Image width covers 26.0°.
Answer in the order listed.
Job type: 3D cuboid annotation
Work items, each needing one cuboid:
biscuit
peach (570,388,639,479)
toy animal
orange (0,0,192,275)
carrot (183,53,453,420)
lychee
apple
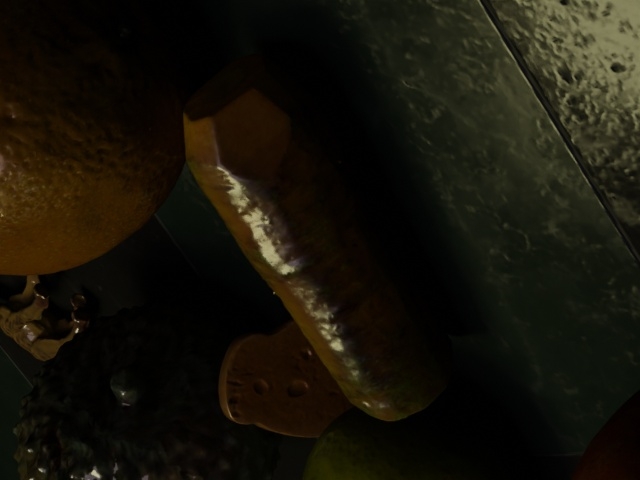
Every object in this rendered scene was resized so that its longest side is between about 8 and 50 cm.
[{"bbox_3d":[-0.018,0.116,1.231,0.140,0.118,0.023,18,178,-18],"label":"biscuit"},{"bbox_3d":[0.269,0.200,0.894,0.252,0.252,0.252,27,143,23],"label":"peach"},{"bbox_3d":[-0.348,0.076,1.570,0.275,0.054,0.149,-6,120,50],"label":"toy animal"},{"bbox_3d":[-0.227,-0.096,1.085,0.264,0.264,0.264,27,143,23],"label":"orange"},{"bbox_3d":[0.000,0.000,1.077,0.114,0.114,0.302,-1,129,46],"label":"carrot"},{"bbox_3d":[-0.160,0.189,1.317,0.255,0.255,0.274,29,148,21],"label":"lychee"},{"bbox_3d":[0.071,0.228,1.187,0.196,0.196,0.157,62,169,-25],"label":"apple"}]
